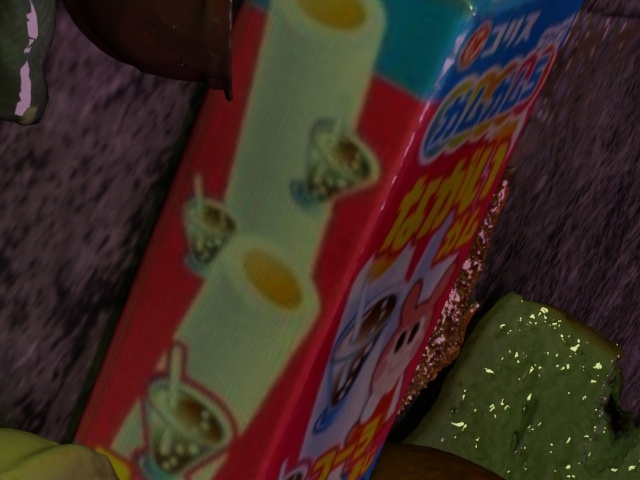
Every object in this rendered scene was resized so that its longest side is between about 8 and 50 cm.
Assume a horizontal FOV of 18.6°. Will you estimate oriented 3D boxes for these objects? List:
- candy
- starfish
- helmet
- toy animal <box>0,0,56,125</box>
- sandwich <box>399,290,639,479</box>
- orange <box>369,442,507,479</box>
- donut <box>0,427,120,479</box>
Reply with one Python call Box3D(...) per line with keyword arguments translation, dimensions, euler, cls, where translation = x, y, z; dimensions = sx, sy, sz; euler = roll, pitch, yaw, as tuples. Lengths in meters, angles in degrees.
Box3D(translation=(0.001, 0.001, 0.854), dimensions=(0.157, 0.100, 0.306), euler=(-25, 141, -60), cls="candy")
Box3D(translation=(0.062, 0.056, 1.211), dimensions=(0.227, 0.043, 0.240), euler=(-62, 165, 13), cls="starfish")
Box3D(translation=(-0.055, -0.096, 0.611), dimensions=(0.111, 0.057, 0.089), euler=(93, -4, -46), cls="helmet")
Box3D(translation=(-0.082, -0.104, 0.480), dimensions=(0.269, 0.082, 0.137), euler=(-23, 141, -61), cls="toy animal")
Box3D(translation=(0.185, 0.190, 1.380), dimensions=(0.249, 0.273, 0.095), euler=(-54, 162, -21), cls="sandwich")
Box3D(translation=(0.023, 0.236, 1.045), dimensions=(0.264, 0.264, 0.264), euler=(-51, 161, -25), cls="orange")
Box3D(translation=(-0.144, 0.143, 0.745), dimensions=(0.174, 0.068, 0.174), euler=(-48, 160, -24), cls="donut")
